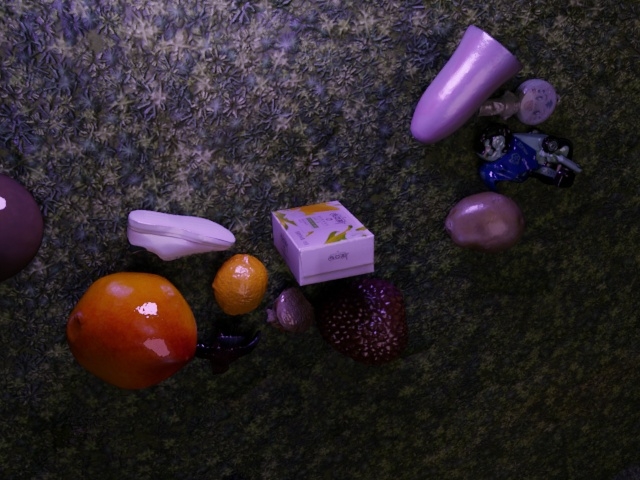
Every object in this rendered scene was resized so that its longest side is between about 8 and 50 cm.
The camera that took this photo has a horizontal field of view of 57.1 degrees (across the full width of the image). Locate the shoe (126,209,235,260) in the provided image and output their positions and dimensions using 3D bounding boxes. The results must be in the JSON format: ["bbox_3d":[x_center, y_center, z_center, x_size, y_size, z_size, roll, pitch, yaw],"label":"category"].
[{"bbox_3d":[-0.354,0.001,1.474,0.265,0.095,0.110,14,115,-20],"label":"shoe"}]

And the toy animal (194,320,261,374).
[{"bbox_3d":[-0.269,0.314,1.642,0.219,0.116,0.179,-4,116,-26],"label":"toy animal"}]

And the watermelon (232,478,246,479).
[{"bbox_3d":[-0.276,0.825,1.908,0.133,0.105,0.105,21,108,-4],"label":"watermelon"}]

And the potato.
[{"bbox_3d":[0.483,-0.051,1.724,0.235,0.160,0.177,-9,80,-1],"label":"potato"}]

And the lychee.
[{"bbox_3d":[0.116,0.229,1.678,0.272,0.271,0.271,-9,118,-17],"label":"lychee"}]

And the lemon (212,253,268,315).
[{"bbox_3d":[-0.213,0.121,1.553,0.142,0.142,0.187,12,115,-25],"label":"lemon"}]

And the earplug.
[{"bbox_3d":[0.350,-0.374,1.517,0.172,0.172,0.301,30,108,-30],"label":"earplug"}]

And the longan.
[{"bbox_3d":[-0.722,-0.026,1.237,0.258,0.258,0.257,-9,118,-17],"label":"longan"}]

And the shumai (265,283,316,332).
[{"bbox_3d":[-0.097,0.201,1.666,0.116,0.145,0.146,-19,133,40],"label":"shumai"}]

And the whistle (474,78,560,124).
[{"bbox_3d":[0.547,-0.380,1.635,0.258,0.067,0.125,-10,118,-11],"label":"whistle"}]

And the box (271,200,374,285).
[{"bbox_3d":[0.000,0.000,1.503,0.195,0.260,0.110,-11,114,-17],"label":"box"}]

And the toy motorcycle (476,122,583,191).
[{"bbox_3d":[0.585,-0.226,1.698,0.332,0.125,0.196,8,114,-20],"label":"toy motorcycle"}]

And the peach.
[{"bbox_3d":[-0.447,0.215,1.418,0.289,0.308,0.288,-6,102,-28],"label":"peach"}]
